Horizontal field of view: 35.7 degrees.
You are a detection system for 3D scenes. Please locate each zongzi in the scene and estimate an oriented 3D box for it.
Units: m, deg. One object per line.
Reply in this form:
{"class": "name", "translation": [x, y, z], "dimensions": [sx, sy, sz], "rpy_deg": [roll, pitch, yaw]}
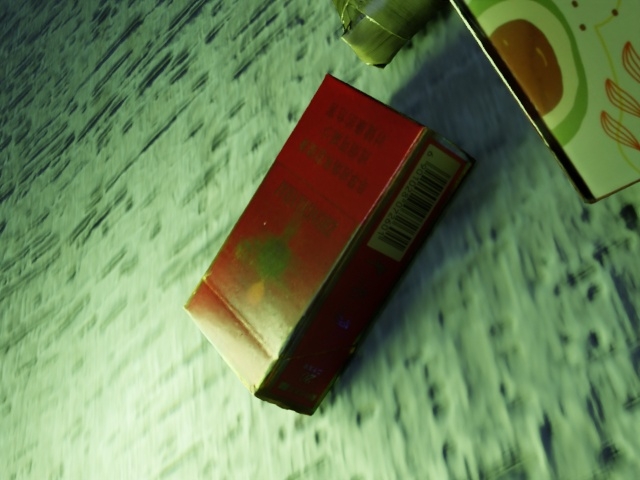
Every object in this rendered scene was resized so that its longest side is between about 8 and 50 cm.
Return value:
{"class": "zongzi", "translation": [0.085, -0.299, 1.151], "dimensions": [0.160, 0.078, 0.176], "rpy_deg": [-39, 34, 19]}

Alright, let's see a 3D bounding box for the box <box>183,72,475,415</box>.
{"class": "box", "translation": [0.000, -0.001, 1.046], "dimensions": [0.313, 0.089, 0.197], "rpy_deg": [-57, 39, 6]}

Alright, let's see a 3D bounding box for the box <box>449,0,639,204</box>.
{"class": "box", "translation": [0.266, -0.261, 0.685], "dimensions": [0.385, 0.344, 0.122], "rpy_deg": [-28, 13, 37]}
